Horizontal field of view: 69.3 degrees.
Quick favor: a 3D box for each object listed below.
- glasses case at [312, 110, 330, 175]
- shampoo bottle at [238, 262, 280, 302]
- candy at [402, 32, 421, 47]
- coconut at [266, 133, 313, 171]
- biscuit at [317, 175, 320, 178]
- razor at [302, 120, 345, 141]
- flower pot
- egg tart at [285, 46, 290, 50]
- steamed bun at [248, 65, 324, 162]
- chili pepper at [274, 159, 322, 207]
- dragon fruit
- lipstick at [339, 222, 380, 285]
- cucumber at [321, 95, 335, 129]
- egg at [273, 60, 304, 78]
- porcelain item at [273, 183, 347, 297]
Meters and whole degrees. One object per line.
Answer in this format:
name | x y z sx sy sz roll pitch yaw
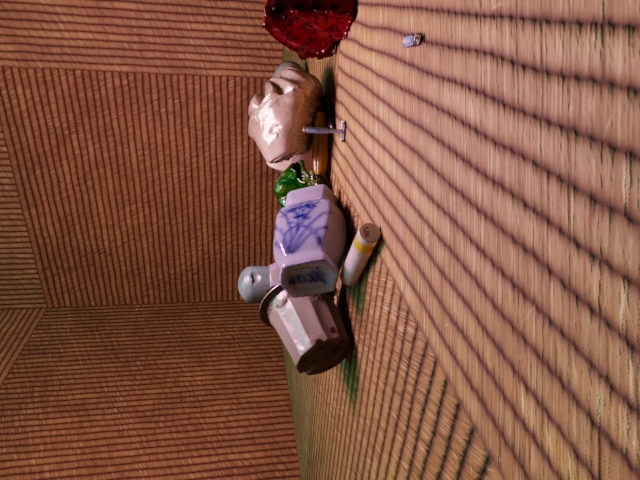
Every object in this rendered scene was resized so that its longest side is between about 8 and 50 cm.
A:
glasses case | 0.001 -0.360 1.726 0.079 0.064 0.234 -35 -51 -76
shampoo bottle | -0.150 0.170 1.836 0.151 0.350 0.222 108 159 -64
candy | 0.174 -0.387 0.891 0.083 0.020 0.030 -125 32 -70
coconut | -0.128 -0.382 2.006 0.241 0.241 0.241 179 90 -80
biscuit | -0.005 -0.304 1.922 0.078 0.015 0.091 112 155 -62
razor | 0.011 -0.352 1.485 0.040 0.135 0.068 -106 18 -67
flower pot | -0.030 0.273 1.502 0.259 0.290 0.290 -122 29 -41
egg tart | -0.083 -0.985 1.837 0.443 0.178 0.443 177 90 -79
steamed bun | -0.143 -0.467 1.727 0.339 0.247 0.352 -35 -42 -68
chili pepper | -0.089 -0.188 1.833 0.213 0.167 0.385 50 172 -10
dragon fruit | -0.043 -0.731 1.455 0.329 0.286 0.228 147 118 -88
lipstick | 0.101 0.044 1.238 0.264 0.059 0.059 107 159 -59
cucumber | 0.030 -0.462 1.667 0.036 0.033 0.184 -51 38 42
egg | -0.145 -0.754 2.227 0.169 0.169 0.236 109 158 -62
porcelain item | -0.034 -0.012 1.461 0.405 0.243 0.178 -90 -14 -54
